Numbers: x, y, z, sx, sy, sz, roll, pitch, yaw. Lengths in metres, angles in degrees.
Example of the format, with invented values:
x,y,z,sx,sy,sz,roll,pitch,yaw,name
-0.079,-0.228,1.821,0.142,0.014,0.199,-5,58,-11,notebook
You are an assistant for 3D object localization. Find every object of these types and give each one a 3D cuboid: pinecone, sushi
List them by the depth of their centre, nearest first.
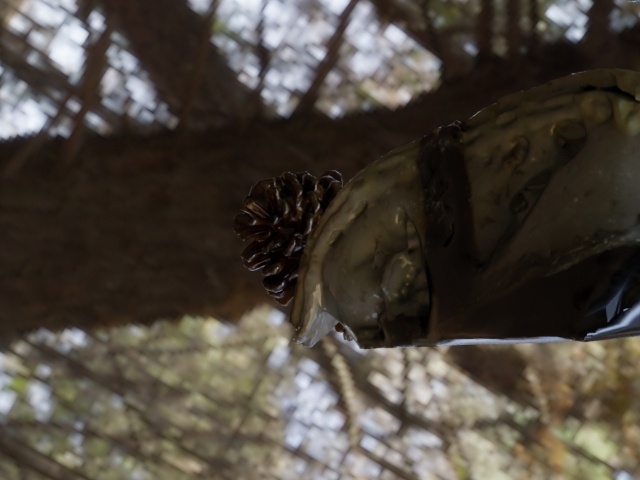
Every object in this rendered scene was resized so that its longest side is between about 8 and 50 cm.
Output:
x,y,z,sx,sy,sz,roll,pitch,yaw,name
0.085,-0.011,0.803,0.273,0.134,0.109,-7,-92,59,sushi
0.003,-0.001,1.083,0.102,0.109,0.102,-17,-124,27,pinecone
